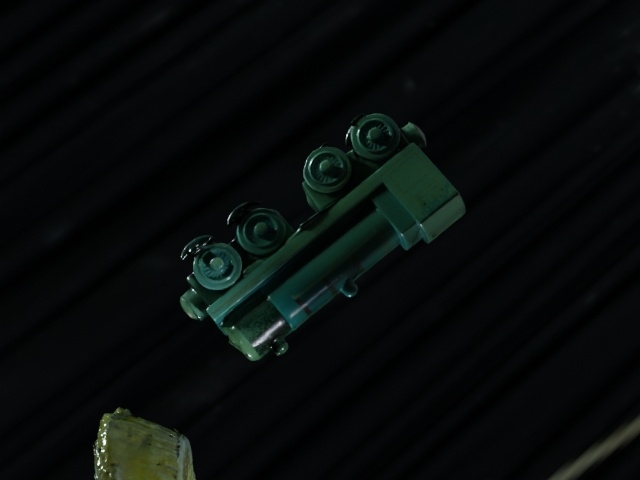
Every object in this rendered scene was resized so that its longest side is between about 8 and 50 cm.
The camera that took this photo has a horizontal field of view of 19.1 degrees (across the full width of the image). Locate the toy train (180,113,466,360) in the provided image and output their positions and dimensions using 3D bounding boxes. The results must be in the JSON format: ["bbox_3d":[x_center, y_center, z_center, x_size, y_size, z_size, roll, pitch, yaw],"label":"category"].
[{"bbox_3d":[0.000,0.000,0.586,0.045,0.092,0.029,49,174,20],"label":"toy train"}]

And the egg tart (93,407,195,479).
[{"bbox_3d":[-0.151,0.240,1.683,0.197,0.078,0.197,-6,-90,-88],"label":"egg tart"}]
